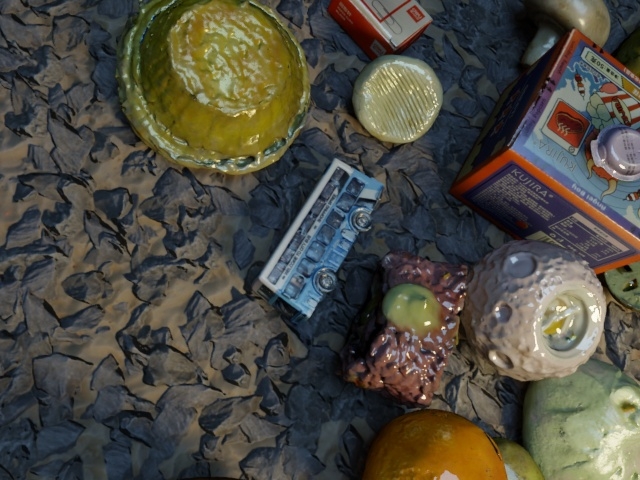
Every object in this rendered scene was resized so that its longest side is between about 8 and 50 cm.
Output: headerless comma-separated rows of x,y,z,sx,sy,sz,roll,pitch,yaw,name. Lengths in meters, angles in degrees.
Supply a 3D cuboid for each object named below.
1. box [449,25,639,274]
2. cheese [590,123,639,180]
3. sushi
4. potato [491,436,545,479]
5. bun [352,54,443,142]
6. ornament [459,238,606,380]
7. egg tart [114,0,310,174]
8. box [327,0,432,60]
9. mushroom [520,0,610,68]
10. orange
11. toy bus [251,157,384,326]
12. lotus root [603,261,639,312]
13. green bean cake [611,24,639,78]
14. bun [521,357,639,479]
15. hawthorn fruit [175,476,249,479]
0.509,-0.159,1.294,0.348,0.257,0.319,35,70,-4,box
0.559,-0.157,1.150,0.190,0.042,0.105,-3,79,-17,cheese
0.144,0.142,1.122,0.170,0.236,0.270,22,71,2,sushi
0.338,0.470,1.149,0.149,0.113,0.252,-15,71,-13,potato
0.151,-0.286,1.308,0.183,0.102,0.184,-1,107,-2,bun
0.380,0.126,1.189,0.259,0.225,0.260,-4,100,-21,ornament
-0.186,-0.313,1.193,0.387,0.169,0.388,4,77,-19,egg tart
0.124,-0.476,1.354,0.133,0.099,0.182,-40,89,-23,box
0.536,-0.480,1.448,0.206,0.209,0.206,15,42,-14,mushroom
0.183,0.398,1.051,0.245,0.246,0.246,4,74,-15,orange
0.000,0.000,1.186,0.131,0.106,0.297,33,67,-3,toy bus
0.682,0.084,1.358,0.183,0.078,0.204,11,54,14,lotus root
0.882,-0.429,1.505,0.285,0.202,0.310,45,69,-3,green bean cake
0.520,0.353,1.195,0.283,0.179,0.284,4,77,-16,bun
-0.145,0.514,0.853,0.402,0.403,0.403,4,74,-15,hawthorn fruit
